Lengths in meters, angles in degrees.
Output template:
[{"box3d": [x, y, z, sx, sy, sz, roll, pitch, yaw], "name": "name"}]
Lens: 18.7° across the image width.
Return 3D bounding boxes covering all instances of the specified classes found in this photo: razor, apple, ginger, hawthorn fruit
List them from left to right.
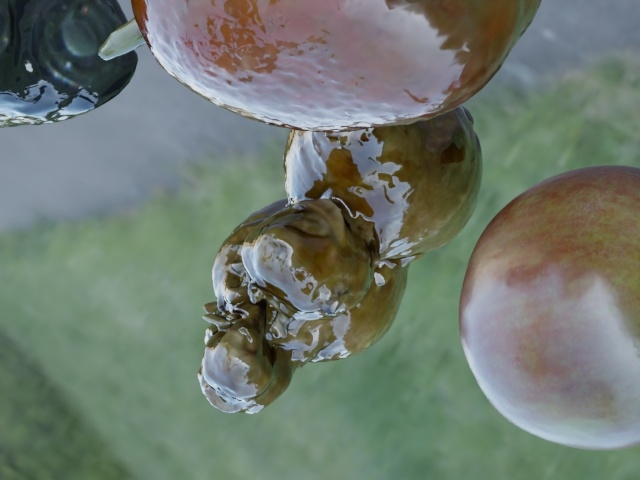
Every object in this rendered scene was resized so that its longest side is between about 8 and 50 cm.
[{"box3d": [-0.270, -0.134, 1.270, 0.189, 0.107, 0.327, 6, -176, -36], "name": "razor"}, {"box3d": [-0.012, -0.140, 1.005, 0.251, 0.199, 0.199, -21, 136, 29], "name": "hawthorn fruit"}, {"box3d": [0.005, -0.009, 1.552, 0.152, 0.274, 0.357, 43, 133, 15], "name": "ginger"}, {"box3d": [0.185, 0.047, 1.299, 0.174, 0.188, 0.188, -16, 135, 42], "name": "apple"}]
